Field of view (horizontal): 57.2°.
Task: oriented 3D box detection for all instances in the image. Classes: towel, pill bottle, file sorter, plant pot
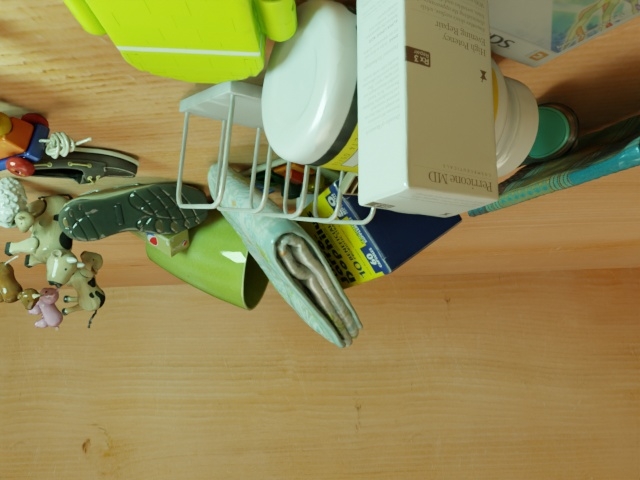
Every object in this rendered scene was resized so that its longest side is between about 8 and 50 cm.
[{"bbox_3d":[-0.079,0.038,1.215,0.320,0.090,0.374,38,163,46],"label":"towel"},{"bbox_3d":[0.450,-0.146,0.991,0.271,0.040,0.370,-31,-175,-29],"label":"towel"},{"bbox_3d":[0.110,-0.170,0.750,0.334,0.187,0.188,5,166,-30],"label":"pill bottle"},{"bbox_3d":[-0.063,-0.121,0.921,0.278,0.173,0.193,5,180,-33],"label":"file sorter"},{"bbox_3d":[-0.291,0.018,1.535,0.294,0.274,0.275,11,171,10],"label":"plant pot"}]

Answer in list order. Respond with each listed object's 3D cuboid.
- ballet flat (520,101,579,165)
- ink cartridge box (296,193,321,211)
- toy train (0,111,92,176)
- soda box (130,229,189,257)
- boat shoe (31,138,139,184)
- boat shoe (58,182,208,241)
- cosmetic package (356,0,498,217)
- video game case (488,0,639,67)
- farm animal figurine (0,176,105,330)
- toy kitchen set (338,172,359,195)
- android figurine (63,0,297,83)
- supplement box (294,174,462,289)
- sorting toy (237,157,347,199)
[{"bbox_3d":[0.376,-0.179,1.020,0.096,0.095,0.280,-9,-179,-15],"label":"ballet flat"},{"bbox_3d":[0.091,-0.064,1.579,0.261,0.066,0.296,-2,169,10],"label":"ink cartridge box"},{"bbox_3d":[-0.492,-0.174,0.905,0.248,0.105,0.143,-8,154,27],"label":"toy train"},{"bbox_3d":[-0.405,-0.032,1.426,0.181,0.058,0.061,27,-135,26],"label":"soda box"},{"bbox_3d":[-0.459,-0.140,1.118,0.228,0.068,0.081,7,166,-36],"label":"boat shoe"},{"bbox_3d":[-0.426,-0.082,1.349,0.324,0.122,0.120,-6,-157,-20],"label":"boat shoe"},{"bbox_3d":[0.104,-0.146,0.582,0.117,0.231,0.085,4,168,-30],"label":"cosmetic package"},{"bbox_3d":[0.250,-0.286,0.582,0.300,0.036,0.329,5,166,-32],"label":"video game case"},{"bbox_3d":[-0.610,0.038,1.364,0.172,0.326,0.330,-10,170,10],"label":"farm animal figurine"},{"bbox_3d":[0.085,-0.074,0.843,0.068,0.083,0.075,0,138,-32],"label":"toy kitchen set"},{"bbox_3d":[-0.149,-0.246,0.634,0.248,0.056,0.273,3,170,4],"label":"android figurine"},{"bbox_3d":[0.090,-0.034,1.229,0.195,0.194,0.356,-33,180,-22],"label":"supplement box"},{"bbox_3d":[-0.059,-0.130,1.278,0.348,0.047,0.196,-12,165,39],"label":"sorting toy"}]
